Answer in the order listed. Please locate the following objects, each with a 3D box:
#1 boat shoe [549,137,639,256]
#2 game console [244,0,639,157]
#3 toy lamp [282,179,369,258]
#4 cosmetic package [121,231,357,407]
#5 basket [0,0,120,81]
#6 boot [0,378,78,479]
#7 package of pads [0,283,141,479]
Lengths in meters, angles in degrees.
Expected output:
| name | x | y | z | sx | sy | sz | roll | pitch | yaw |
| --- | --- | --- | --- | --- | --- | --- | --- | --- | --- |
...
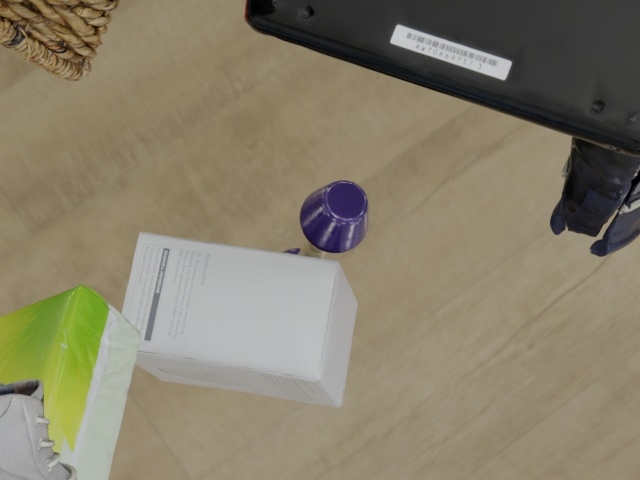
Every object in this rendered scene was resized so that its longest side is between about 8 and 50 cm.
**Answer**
| name | x | y | z | sx | sy | sz | roll | pitch | yaw |
| --- | --- | --- | --- | --- | --- | --- | --- | --- | --- |
| boat shoe | 0.343 | -0.117 | 1.434 | 0.127 | 0.158 | 0.340 | 33 | 44 | 22 |
| game console | 0.163 | -0.281 | 1.176 | 0.387 | 0.060 | 0.341 | 20 | 86 | 14 |
| toy lamp | 0.000 | 0.000 | 1.558 | 0.080 | 0.274 | 0.080 | 3 | 73 | -11 |
| cosmetic package | -0.084 | 0.093 | 1.541 | 0.225 | 0.224 | 0.138 | 9 | 77 | 9 |
| basket | -0.297 | -0.281 | 1.084 | 0.213 | 0.223 | 0.299 | -19 | 63 | -47 |
| boot | -0.196 | 0.158 | 0.943 | 0.095 | 0.258 | 0.123 | 5 | 80 | 37 |
| package of pads | -0.294 | 0.205 | 1.235 | 0.229 | 0.101 | 0.296 | -20 | 45 | 34 |
